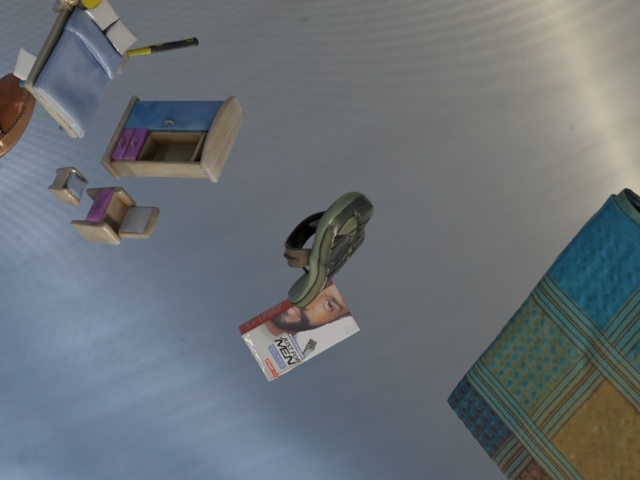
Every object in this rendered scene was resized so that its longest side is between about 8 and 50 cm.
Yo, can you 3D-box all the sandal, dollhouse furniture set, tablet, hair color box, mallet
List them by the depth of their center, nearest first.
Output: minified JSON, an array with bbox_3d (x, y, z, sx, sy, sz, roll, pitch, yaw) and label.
[{"bbox_3d":[0.001,-0.002,1.558,0.120,0.086,0.303,-48,171,-26],"label":"sandal"},{"bbox_3d":[-0.294,-0.193,1.660,0.198,0.286,0.303,3,148,28],"label":"dollhouse furniture set"},{"bbox_3d":[-0.034,0.139,1.782,0.167,0.093,0.053,-30,-164,-2],"label":"hair color box"},{"bbox_3d":[-0.293,-0.317,1.849,0.189,0.062,0.039,-22,140,-35],"label":"mallet"},{"bbox_3d":[-0.500,-0.298,1.973,0.006,0.054,0.083,-2,160,37],"label":"tablet"}]

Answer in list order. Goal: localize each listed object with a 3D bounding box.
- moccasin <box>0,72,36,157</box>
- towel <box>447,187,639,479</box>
[{"bbox_3d":[-0.743,-0.209,2.293,0.380,0.139,0.147,-34,165,2],"label":"moccasin"},{"bbox_3d":[0.312,0.160,1.234,0.040,0.271,0.370,-10,143,-42],"label":"towel"}]
